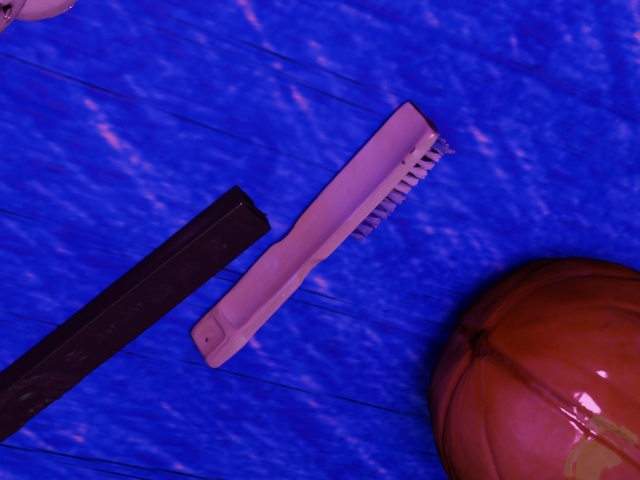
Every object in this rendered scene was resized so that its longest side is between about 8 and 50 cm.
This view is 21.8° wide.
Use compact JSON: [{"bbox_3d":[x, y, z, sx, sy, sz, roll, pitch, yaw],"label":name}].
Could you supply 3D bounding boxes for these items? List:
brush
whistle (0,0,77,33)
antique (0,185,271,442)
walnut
[{"bbox_3d":[0.000,0.000,0.859,0.178,0.033,0.030,-46,146,20],"label":"brush"},{"bbox_3d":[-0.205,-0.067,0.676,0.235,0.077,0.114,-36,141,13],"label":"whistle"},{"bbox_3d":[-0.106,0.041,0.859,0.192,0.015,0.031,-38,134,12],"label":"antique"},{"bbox_3d":[0.153,0.097,0.924,0.207,0.167,0.167,28,114,-38],"label":"walnut"}]
